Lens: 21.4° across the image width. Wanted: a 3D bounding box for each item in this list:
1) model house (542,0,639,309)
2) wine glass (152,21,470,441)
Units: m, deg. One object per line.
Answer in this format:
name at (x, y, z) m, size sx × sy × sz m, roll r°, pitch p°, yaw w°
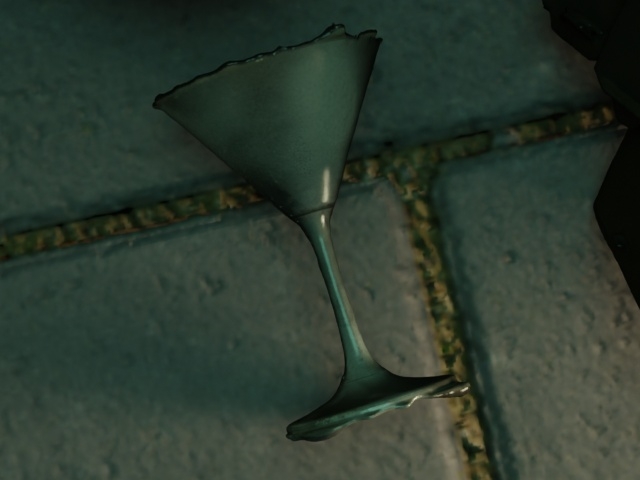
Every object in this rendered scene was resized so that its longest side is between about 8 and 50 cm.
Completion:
model house at (0.226, -0.076, 0.826) m, size 0.204 × 0.211 × 0.243 m, roll -14°, pitch 46°, yaw -45°
wine glass at (0.000, 0.000, 0.817) m, size 0.122 × 0.122 × 0.183 m, roll -17°, pitch 85°, yaw -7°
